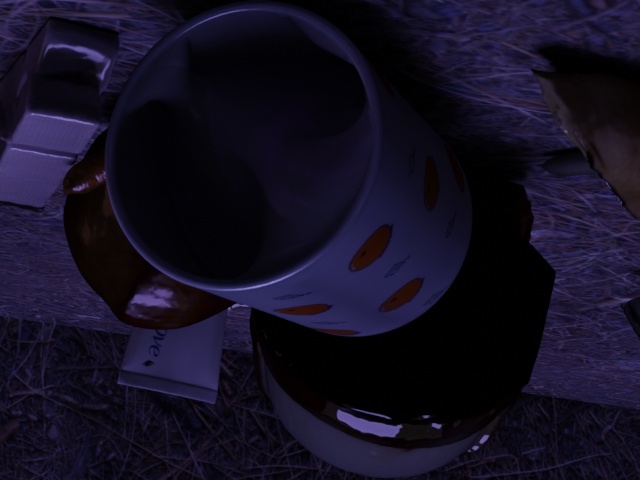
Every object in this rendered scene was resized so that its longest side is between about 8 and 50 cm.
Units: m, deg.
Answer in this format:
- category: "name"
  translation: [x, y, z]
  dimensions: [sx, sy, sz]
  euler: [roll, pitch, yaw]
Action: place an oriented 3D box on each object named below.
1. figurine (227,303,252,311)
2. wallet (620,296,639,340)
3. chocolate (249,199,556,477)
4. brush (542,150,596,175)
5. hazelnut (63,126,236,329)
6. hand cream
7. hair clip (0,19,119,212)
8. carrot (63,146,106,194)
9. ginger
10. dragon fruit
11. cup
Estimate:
- category: "figurine"
  translation: [-0.039, 0.049, 1.977]
  dimensions: [0.197, 0.093, 0.147]
  euler: [-2, -167, 14]
- category: "wallet"
  translation: [0.522, 0.156, 1.925]
  dimensions: [0.309, 0.077, 0.223]
  euler: [18, -152, -47]
- category: "chocolate"
  translation: [0.074, 0.103, 1.439]
  dimensions: [0.283, 0.283, 0.186]
  euler: [6, 139, 9]
- category: "brush"
  translation: [0.292, -0.069, 1.287]
  dimensions: [0.039, 0.042, 0.299]
  euler: [-25, -168, -35]
- category: "hazelnut"
  translation: [-0.133, -0.023, 1.448]
  dimensions: [0.229, 0.229, 0.229]
  euler: [8, 169, 1]
- category: "hand cream"
  translation: [-0.148, 0.048, 1.675]
  dimensions: [0.133, 0.248, 0.083]
  euler: [14, 170, -38]
- category: "hair clip"
  translation: [-0.245, -0.107, 1.352]
  dimensions: [0.085, 0.101, 0.331]
  euler: [15, 166, -19]
- category: "carrot"
  translation: [-0.134, -0.082, 1.315]
  dimensions: [0.191, 0.047, 0.047]
  euler: [-22, 172, -7]
- category: "ginger"
  translation: [0.247, -0.085, 1.137]
  dimensions: [0.122, 0.115, 0.193]
  euler: [-26, 143, 33]
- category: "dragon fruit"
  translation: [0.155, -0.006, 1.519]
  dimensions: [0.162, 0.106, 0.083]
  euler: [0, -158, 36]
- category: "cup"
  translation: [-0.006, -0.036, 1.215]
  dimensions: [0.212, 0.212, 0.317]
  euler: [4, 169, 21]
